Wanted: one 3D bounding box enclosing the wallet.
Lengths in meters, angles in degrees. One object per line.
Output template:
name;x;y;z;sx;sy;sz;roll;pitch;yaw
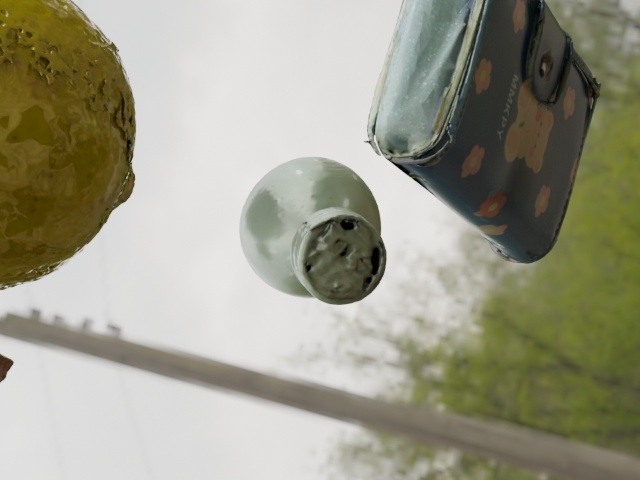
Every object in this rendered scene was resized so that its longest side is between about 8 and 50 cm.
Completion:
wallet;0.101;-0.080;1.096;0.202;0.059;0.141;34;-112;-59

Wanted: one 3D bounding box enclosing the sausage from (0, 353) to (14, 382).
sausage;-0.375;0.090;1.533;0.148;0.254;0.148;12;-90;-74

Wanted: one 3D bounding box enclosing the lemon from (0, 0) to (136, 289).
lemon;-0.287;-0.089;1.435;0.258;0.310;0.257;-169;90;-76

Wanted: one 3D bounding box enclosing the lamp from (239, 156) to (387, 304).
lamp;0.000;0.000;1.340;0.193;0.106;0.106;-128;48;-76
